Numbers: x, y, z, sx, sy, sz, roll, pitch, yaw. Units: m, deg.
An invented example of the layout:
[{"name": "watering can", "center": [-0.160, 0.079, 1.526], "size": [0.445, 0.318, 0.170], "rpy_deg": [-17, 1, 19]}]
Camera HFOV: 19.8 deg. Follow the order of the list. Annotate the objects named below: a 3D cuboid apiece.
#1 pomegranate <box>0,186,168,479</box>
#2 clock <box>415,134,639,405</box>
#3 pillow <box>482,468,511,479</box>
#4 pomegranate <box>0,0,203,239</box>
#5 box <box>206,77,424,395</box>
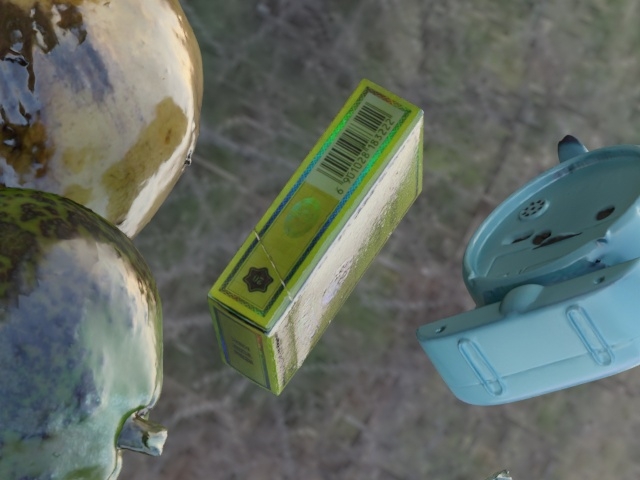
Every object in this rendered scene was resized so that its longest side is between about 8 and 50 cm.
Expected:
[{"name": "pomegranate", "center": [-0.233, 0.074, 1.141], "size": [0.222, 0.276, 0.204], "rpy_deg": [-50, 131, -65]}, {"name": "clock", "center": [0.106, 0.001, 0.733], "size": [0.045, 0.108, 0.147], "rpy_deg": [56, 38, -20]}, {"name": "pillow", "center": [0.109, 0.392, 1.734], "size": [0.310, 0.138, 0.283], "rpy_deg": [-49, 144, -35]}, {"name": "pomegranate", "center": [-0.245, -0.128, 1.456], "size": [0.322, 0.322, 0.322], "rpy_deg": [-40, 146, -35]}, {"name": "box", "center": [0.000, 0.000, 1.434], "size": [0.220, 0.064, 0.141], "rpy_deg": [-53, 164, -19]}]
